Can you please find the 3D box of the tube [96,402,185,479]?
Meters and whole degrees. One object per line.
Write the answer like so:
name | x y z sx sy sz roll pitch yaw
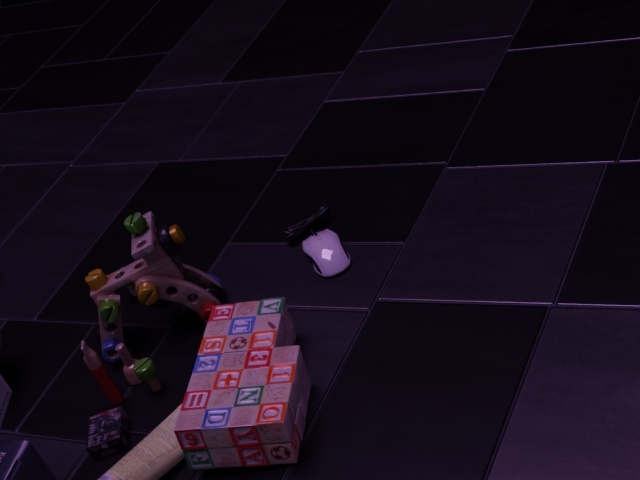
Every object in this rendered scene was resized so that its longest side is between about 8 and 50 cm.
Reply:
tube | -0.268 0.346 1.742 0.240 0.070 0.062 -40 -1 -31

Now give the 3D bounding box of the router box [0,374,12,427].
router box | -0.615 0.333 1.564 0.301 0.082 0.335 -16 35 12

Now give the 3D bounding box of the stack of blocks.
stack of blocks | -0.107 0.218 1.770 0.171 0.087 0.297 -7 35 13

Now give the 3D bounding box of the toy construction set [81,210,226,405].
toy construction set | -0.332 0.095 1.955 0.257 0.237 0.309 -6 38 25

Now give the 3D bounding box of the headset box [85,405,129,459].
headset box | -0.350 0.314 1.851 0.062 0.032 0.083 -19 33 6

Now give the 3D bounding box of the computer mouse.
computer mouse | 0.000 0.000 2.056 0.106 0.042 0.193 -27 34 -7

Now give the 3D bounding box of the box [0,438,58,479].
box | -0.588 0.472 1.622 0.395 0.212 0.293 -8 37 24
